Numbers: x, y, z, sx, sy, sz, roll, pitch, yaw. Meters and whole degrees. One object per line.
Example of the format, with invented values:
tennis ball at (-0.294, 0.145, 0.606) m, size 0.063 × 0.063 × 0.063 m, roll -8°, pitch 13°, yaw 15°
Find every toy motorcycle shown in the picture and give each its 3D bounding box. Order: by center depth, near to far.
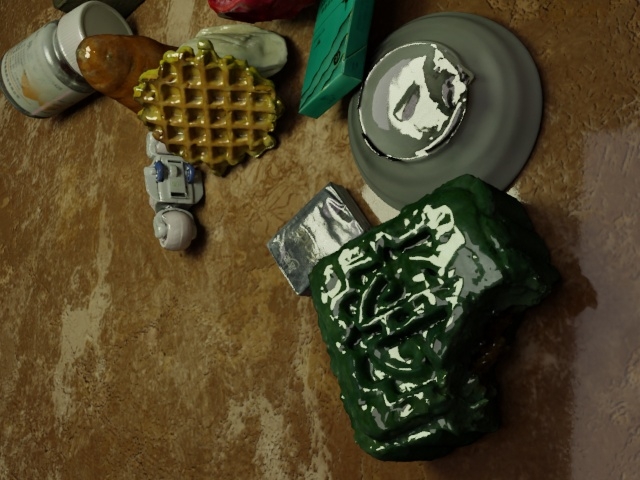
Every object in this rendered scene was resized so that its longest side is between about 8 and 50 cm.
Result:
toy motorcycle at (-0.278, -0.097, 1.458) m, size 0.113 × 0.112 × 0.254 m, roll -21°, pitch 68°, yaw 32°

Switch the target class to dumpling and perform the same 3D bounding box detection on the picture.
dumpling at (-0.172, -0.321, 1.404) m, size 0.252 × 0.131 × 0.179 m, roll -16°, pitch 47°, yaw 24°

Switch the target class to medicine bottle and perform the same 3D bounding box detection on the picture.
medicine bottle at (-0.528, -0.372, 1.645) m, size 0.273 × 0.165 × 0.165 m, roll -19°, pitch 70°, yaw 34°

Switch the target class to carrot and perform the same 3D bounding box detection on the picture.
carrot at (-0.366, -0.317, 1.484) m, size 0.159 × 0.225 × 0.159 m, roll -4°, pitch 83°, yaw 34°

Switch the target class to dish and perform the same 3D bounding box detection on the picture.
dish at (0.148, -0.190, 1.131) m, size 0.317 × 0.106 × 0.316 m, roll -5°, pitch 81°, yaw 34°

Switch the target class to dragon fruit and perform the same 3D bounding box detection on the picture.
dragon fruit at (-0.099, -0.433, 1.327) m, size 0.189 × 0.163 × 0.262 m, roll -49°, pitch 34°, yaw -14°

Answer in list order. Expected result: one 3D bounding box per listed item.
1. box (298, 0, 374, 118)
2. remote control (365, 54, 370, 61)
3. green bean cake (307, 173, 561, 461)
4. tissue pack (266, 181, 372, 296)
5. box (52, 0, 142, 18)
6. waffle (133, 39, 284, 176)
box at (0.029, -0.320, 1.232) m, size 0.161 × 0.042 × 0.226 m, roll 150°, pitch 132°, yaw -63°
remote control at (0.079, -0.275, 1.261) m, size 0.153 × 0.027 × 0.043 m, roll -4°, pitch 74°, yaw 33°
green bean cake at (0.157, 0.107, 1.035) m, size 0.308 × 0.169 × 0.300 m, roll -33°, pitch 63°, yaw 26°
tissue pack at (0.000, 0.000, 1.246) m, size 0.156 × 0.051 × 0.112 m, roll -45°, pitch 59°, yaw 20°
box at (-0.426, -0.593, 1.631) m, size 0.273 × 0.143 × 0.184 m, roll -31°, pitch 64°, yaw 29°
waffle at (-0.185, -0.221, 1.340) m, size 0.238 × 0.243 × 0.058 m, roll -37°, pitch 26°, yaw 33°
